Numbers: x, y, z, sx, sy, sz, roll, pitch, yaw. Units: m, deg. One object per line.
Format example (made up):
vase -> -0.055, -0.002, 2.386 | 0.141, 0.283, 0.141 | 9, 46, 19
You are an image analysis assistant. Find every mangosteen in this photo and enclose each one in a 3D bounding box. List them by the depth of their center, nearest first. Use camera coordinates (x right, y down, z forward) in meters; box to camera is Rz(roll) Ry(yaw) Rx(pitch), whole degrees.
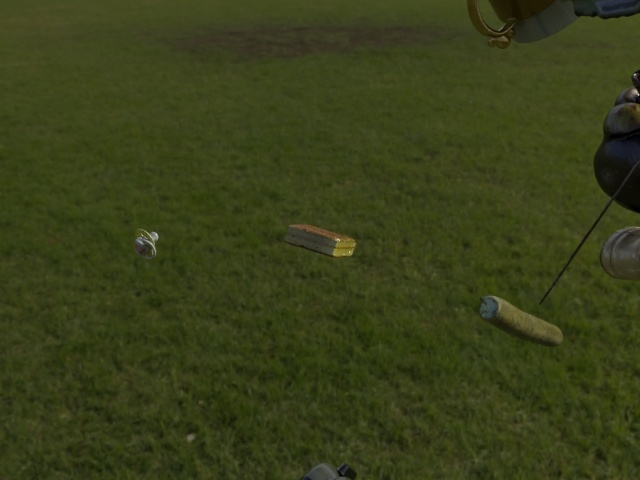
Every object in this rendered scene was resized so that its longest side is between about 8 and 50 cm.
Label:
mangosteen -> 0.673, -0.190, 1.466 | 0.288, 0.287, 0.233 | -5, 44, -5

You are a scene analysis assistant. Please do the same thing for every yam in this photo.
yam -> 0.525, 0.219, 1.928 | 0.372, 0.083, 0.083 | 25, -1, -43

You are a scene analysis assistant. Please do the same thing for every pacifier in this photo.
pacifier -> -0.394, 0.004, 1.708 | 0.068, 0.083, 0.064 | 30, 44, 13

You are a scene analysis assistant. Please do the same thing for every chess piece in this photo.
chess piece -> 0.698, 0.030, 1.428 | 0.139, 0.124, 0.307 | 21, -5, -16

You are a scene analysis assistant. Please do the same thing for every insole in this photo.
insole -> 0.476, -0.014, 1.312 | 0.007, 0.327, 0.111 | 36, 27, 18

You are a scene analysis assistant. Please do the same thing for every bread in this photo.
bread -> 0.000, 0.000, 1.232 | 0.094, 0.035, 0.090 | 18, 7, 23

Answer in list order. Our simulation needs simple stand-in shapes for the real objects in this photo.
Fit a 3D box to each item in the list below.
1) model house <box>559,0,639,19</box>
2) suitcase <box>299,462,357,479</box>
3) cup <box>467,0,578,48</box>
model house -> 0.385, -0.430, 0.889 | 0.284, 0.298, 0.243 | 42, 59, 16
suitcase -> 0.010, 0.556, 1.169 | 0.339, 0.351, 0.194 | -46, 47, -9
cup -> 0.315, -0.434, 1.185 | 0.241, 0.226, 0.185 | -51, 26, -11
